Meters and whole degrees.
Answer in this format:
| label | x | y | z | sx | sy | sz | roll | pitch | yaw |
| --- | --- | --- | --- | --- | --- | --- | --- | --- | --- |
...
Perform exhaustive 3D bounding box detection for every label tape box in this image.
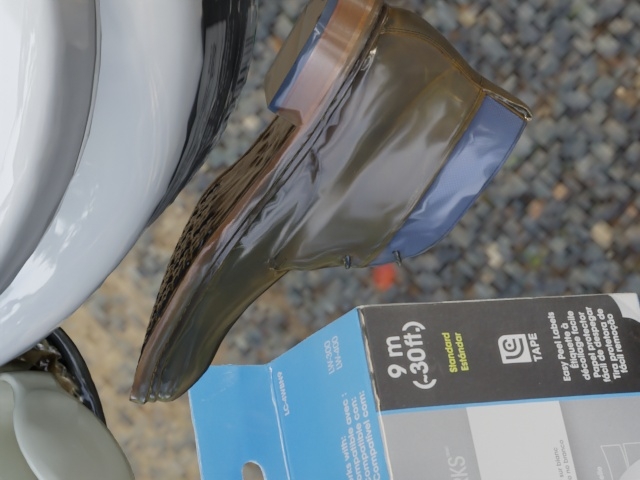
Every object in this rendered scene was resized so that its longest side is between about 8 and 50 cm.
| label | x | y | z | sx | sy | sz | roll | pitch | yaw |
| --- | --- | --- | --- | --- | --- | --- | --- | --- | --- |
| label tape box | 0.092 | 0.178 | 1.407 | 0.115 | 0.347 | 0.249 | 121 | 143 | -58 |

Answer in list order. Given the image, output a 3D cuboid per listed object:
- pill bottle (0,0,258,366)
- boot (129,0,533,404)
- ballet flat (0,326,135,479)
| label | x | y | z | sx | sy | sz | roll | pitch | yaw |
| --- | --- | --- | --- | --- | --- | --- | --- | --- | --- |
| pill bottle | -0.129 | -0.066 | 0.538 | 0.204 | 0.204 | 0.361 | 49 | -173 | -5 |
| boot | 0.000 | 0.000 | 0.828 | 0.106 | 0.082 | 0.219 | 26 | 112 | -11 |
| ballet flat | -0.083 | 0.142 | 0.600 | 0.096 | 0.095 | 0.280 | -50 | 52 | 41 |
